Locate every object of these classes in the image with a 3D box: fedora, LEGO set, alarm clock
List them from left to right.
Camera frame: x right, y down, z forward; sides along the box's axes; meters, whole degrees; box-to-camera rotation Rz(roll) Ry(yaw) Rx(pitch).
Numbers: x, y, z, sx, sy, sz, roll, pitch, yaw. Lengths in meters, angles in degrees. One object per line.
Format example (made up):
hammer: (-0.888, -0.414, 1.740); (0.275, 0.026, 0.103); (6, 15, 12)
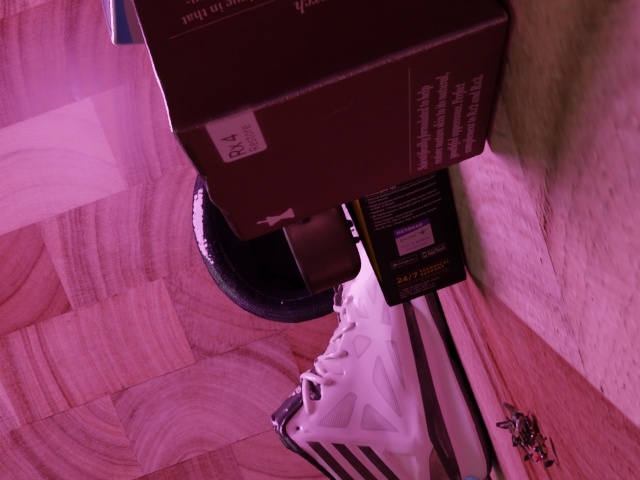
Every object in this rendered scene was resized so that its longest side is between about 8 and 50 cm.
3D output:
fedora: (-0.042, -0.037, 1.467); (0.152, 0.334, 0.334); (11, -121, -78)
alarm clock: (-0.001, -0.010, 0.845); (0.192, 0.064, 0.129); (74, 176, -55)
LEGO set: (0.174, 0.161, 0.759); (0.083, 0.023, 0.054); (42, 158, 60)

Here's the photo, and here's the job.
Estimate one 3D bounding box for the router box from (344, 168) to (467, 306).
router box: (0.032, -0.130, 0.852); (0.309, 0.081, 0.243); (-111, 1, -49)

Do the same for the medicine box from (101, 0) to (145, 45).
medicine box: (-0.120, -0.350, 0.744); (0.263, 0.149, 0.289); (98, 159, -45)

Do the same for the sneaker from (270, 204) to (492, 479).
sneaker: (0.033, 0.136, 1.204); (0.169, 0.257, 0.448); (71, 179, -80)

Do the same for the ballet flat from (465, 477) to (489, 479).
ballet flat: (0.224, 0.407, 1.284); (0.124, 0.116, 0.342); (49, -175, -26)

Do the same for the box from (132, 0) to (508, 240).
box: (-0.014, -0.139, 0.520); (0.168, 0.167, 0.203); (73, 177, -72)
